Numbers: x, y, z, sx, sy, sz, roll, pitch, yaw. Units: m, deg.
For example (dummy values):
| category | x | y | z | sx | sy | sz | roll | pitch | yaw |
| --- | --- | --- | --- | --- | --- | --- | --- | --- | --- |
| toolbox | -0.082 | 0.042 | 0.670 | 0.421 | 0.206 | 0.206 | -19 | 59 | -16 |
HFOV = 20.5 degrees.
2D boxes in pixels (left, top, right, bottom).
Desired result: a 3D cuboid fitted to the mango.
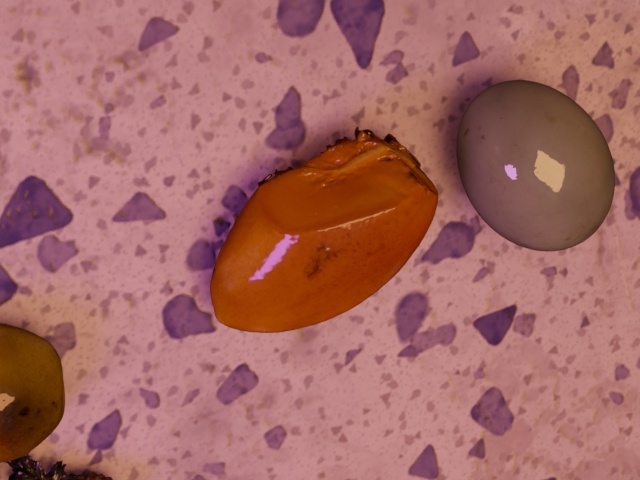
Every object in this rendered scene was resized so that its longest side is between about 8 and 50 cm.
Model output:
| category | x | y | z | sx | sy | sz | roll | pitch | yaw |
| --- | --- | --- | --- | --- | --- | --- | --- | --- | --- |
| mango | 0.000 | 0.000 | 1.716 | 0.252 | 0.126 | 0.154 | -38 | 141 | -2 |

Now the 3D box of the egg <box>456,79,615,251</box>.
| category | x | y | z | sx | sy | sz | roll | pitch | yaw |
| --- | --- | --- | --- | --- | --- | --- | --- | --- | --- |
| egg | 0.217 | -0.076 | 1.793 | 0.149 | 0.149 | 0.192 | -40 | 119 | -11 |

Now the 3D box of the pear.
| category | x | y | z | sx | sy | sz | roll | pitch | yaw |
| --- | --- | --- | --- | --- | --- | --- | --- | --- | --- |
| pear | -0.295 | 0.146 | 1.621 | 0.141 | 0.104 | 0.141 | -8 | 111 | -22 |

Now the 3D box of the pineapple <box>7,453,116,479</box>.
| category | x | y | z | sx | sy | sz | roll | pitch | yaw |
| --- | --- | --- | --- | --- | --- | --- | --- | --- | --- |
| pineapple | -0.246 | 0.237 | 1.705 | 0.124 | 0.058 | 0.058 | 31 | 91 | -33 |
